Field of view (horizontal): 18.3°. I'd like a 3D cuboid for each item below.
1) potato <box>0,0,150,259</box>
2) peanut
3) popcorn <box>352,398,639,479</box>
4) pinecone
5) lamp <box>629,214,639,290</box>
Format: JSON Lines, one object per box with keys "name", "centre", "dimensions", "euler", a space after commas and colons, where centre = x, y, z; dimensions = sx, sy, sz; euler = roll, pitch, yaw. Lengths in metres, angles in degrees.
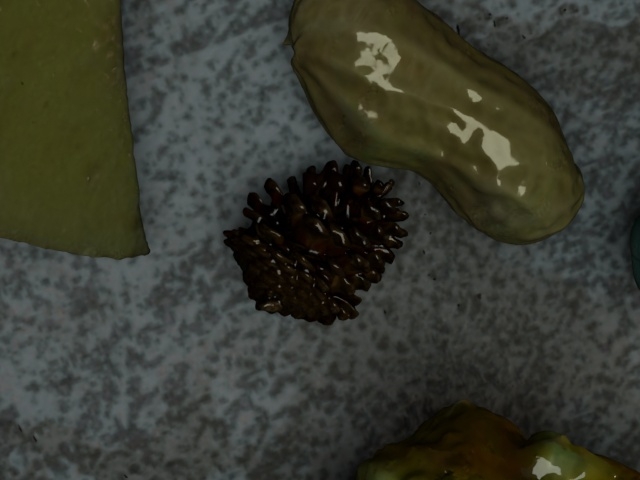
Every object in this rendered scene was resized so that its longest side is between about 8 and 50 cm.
{"name": "potato", "centre": [-0.189, -0.139, 1.130], "dimensions": [0.269, 0.112, 0.255], "euler": [14, 100, -41]}
{"name": "peanut", "centre": [0.069, -0.077, 1.186], "dimensions": [0.214, 0.090, 0.099], "euler": [34, 59, -9]}
{"name": "popcorn", "centre": [0.113, 0.239, 1.173], "dimensions": [0.282, 0.282, 0.247], "euler": [26, 85, -9]}
{"name": "pinecone", "centre": [0.002, 0.003, 1.202], "dimensions": [0.109, 0.102, 0.102], "euler": [-24, 103, -9]}
{"name": "lamp", "centre": [0.326, 0.011, 1.171], "dimensions": [0.284, 0.209, 0.147], "euler": [16, 104, 11]}
